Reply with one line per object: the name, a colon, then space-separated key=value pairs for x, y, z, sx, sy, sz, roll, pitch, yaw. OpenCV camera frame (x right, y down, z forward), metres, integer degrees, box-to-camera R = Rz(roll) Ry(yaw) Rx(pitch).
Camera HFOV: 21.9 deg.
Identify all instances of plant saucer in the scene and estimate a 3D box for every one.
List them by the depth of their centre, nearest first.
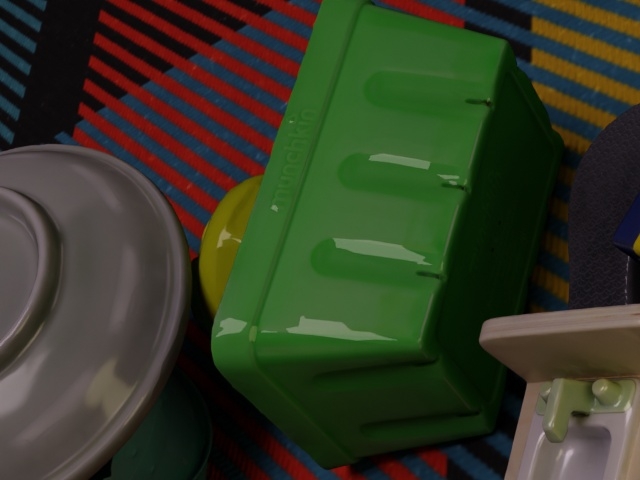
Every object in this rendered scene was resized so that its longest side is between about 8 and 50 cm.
plant saucer: x=-0.314 y=0.063 z=1.491 sx=0.400 sy=0.100 sz=0.400 roll=-12 pitch=56 yaw=18

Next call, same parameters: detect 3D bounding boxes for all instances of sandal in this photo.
sandal: x=0.244 y=0.011 z=1.329 sx=0.097 sy=0.054 sz=0.254 roll=-11 pitch=62 yaw=53

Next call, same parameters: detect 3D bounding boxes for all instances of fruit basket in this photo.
fruit basket: x=0.000 y=0.000 z=1.453 sx=0.392 sy=0.283 sz=0.392 roll=-14 pitch=54 yaw=20

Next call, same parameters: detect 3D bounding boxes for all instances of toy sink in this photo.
toy sink: x=0.212 y=0.155 z=1.074 sx=0.153 sy=0.234 sz=0.131 roll=-9 pitch=54 yaw=44

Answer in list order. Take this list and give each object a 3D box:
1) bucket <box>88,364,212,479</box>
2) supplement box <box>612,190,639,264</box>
bucket: x=-0.247 y=0.186 z=1.561 sx=0.281 sy=0.183 sz=0.281 roll=-11 pitch=57 yaw=18
supplement box: x=0.395 y=0.008 z=1.020 sx=0.356 sy=0.194 sz=0.195 roll=23 pitch=79 yaw=55
